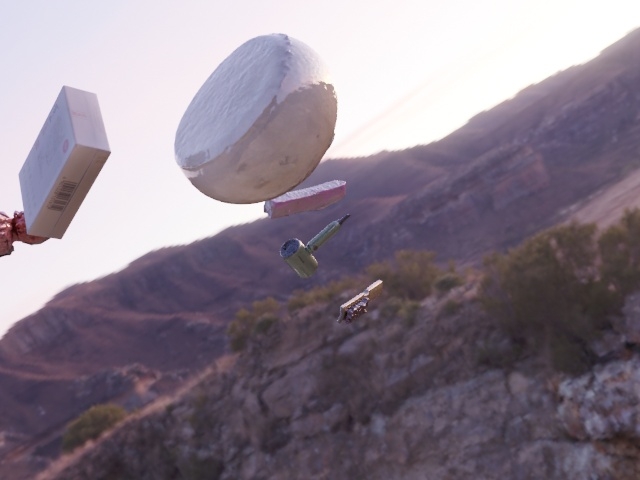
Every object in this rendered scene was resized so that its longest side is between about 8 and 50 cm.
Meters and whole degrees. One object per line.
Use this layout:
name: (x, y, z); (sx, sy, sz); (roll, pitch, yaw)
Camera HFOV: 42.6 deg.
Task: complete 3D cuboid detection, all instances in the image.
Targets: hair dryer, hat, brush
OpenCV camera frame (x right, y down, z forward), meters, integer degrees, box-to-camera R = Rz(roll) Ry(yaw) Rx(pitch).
hair dryer: (0.000, 0.000, 1.525); (0.150, 0.071, 0.047); (-40, 43, -3)
hat: (-0.653, -0.009, 1.540); (0.286, 0.107, 0.236); (-4, -6, -20)
brush: (0.106, 0.146, 1.947); (0.248, 0.036, 0.043); (-24, -50, -62)

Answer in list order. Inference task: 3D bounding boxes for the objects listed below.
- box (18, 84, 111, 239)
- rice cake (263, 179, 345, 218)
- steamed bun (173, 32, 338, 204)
box: (-0.397, -0.117, 1.260); (0.058, 0.141, 0.201); (10, -48, -37)
rice cake: (-0.027, -0.083, 1.632); (0.206, 0.036, 0.047); (-15, -40, -41)
steamed bun: (-0.084, -0.173, 1.271); (0.283, 0.177, 0.283); (-34, 35, 28)
